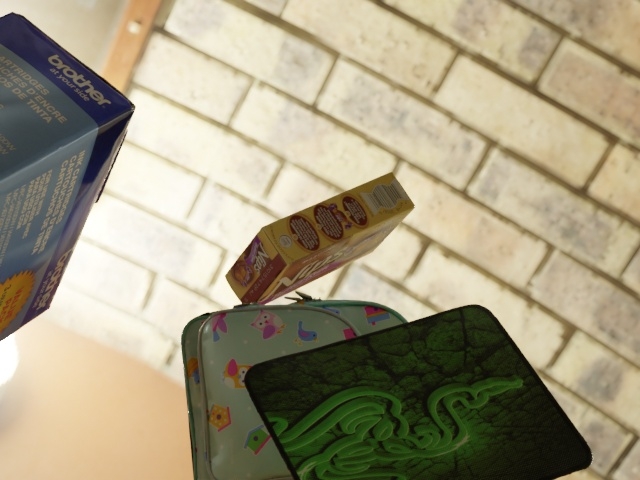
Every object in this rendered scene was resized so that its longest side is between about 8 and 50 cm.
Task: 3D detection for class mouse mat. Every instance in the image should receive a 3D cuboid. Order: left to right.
[{"bbox_3d":[0.062,0.113,0.828,0.190,0.007,0.152,-15,-132,-21],"label":"mouse mat"}]

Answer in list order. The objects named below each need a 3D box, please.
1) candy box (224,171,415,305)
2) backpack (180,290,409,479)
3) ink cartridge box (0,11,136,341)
[{"bbox_3d":[0.000,0.000,1.360,0.187,0.109,0.053,-26,-104,-37],"label":"candy box"},{"bbox_3d":[-0.006,0.122,0.967,0.188,0.144,0.166,-5,-109,-5],"label":"backpack"},{"bbox_3d":[-0.320,-0.012,1.047,0.151,0.270,0.395,38,-141,8],"label":"ink cartridge box"}]
